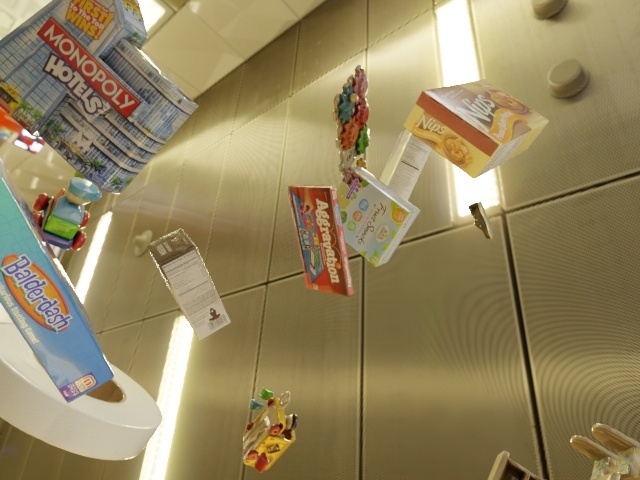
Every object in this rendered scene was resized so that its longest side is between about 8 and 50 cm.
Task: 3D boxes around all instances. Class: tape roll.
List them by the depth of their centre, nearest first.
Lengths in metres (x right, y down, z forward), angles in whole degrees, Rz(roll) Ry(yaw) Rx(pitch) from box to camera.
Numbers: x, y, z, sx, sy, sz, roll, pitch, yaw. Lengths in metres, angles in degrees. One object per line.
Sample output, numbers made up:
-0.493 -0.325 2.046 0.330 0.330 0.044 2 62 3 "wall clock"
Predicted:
-0.511 0.301 0.901 0.392 0.392 0.072 18 -109 48 "tape roll"

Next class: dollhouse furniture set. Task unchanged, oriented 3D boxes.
0.381 0.416 0.707 0.161 0.242 0.212 29 -123 20 "dollhouse furniture set"

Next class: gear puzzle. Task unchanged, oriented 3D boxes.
0.097 -0.263 1.151 0.044 0.338 0.175 15 -126 21 "gear puzzle"

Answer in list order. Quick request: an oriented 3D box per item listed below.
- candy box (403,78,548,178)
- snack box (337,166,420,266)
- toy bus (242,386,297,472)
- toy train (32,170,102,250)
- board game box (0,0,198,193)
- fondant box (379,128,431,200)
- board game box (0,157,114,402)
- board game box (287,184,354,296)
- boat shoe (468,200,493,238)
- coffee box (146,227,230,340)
0.339 -0.249 0.931 0.183 0.316 0.087 43 -47 20 "candy box"
0.125 -0.064 1.142 0.207 0.070 0.174 40 -60 23 "snack box"
-0.116 0.494 1.137 0.202 0.104 0.190 -20 -135 54 "toy bus"
-0.523 -0.101 0.931 0.143 0.105 0.248 -50 -144 14 "toy train"
-0.246 -0.187 0.487 0.194 0.194 0.060 -46 -177 8 "board game box"
0.303 -0.262 1.649 0.330 0.096 0.238 -64 -175 0 "fondant box"
-0.274 0.025 0.413 0.047 0.210 0.160 -28 -147 -26 "board game box"
0.000 0.000 1.097 0.145 0.027 0.281 6 -66 41 "board game box"
0.497 -0.060 1.359 0.042 0.133 0.049 -18 -157 34 "boat shoe"
-0.335 0.112 1.127 0.098 0.246 0.141 -29 -148 -21 "coffee box"
